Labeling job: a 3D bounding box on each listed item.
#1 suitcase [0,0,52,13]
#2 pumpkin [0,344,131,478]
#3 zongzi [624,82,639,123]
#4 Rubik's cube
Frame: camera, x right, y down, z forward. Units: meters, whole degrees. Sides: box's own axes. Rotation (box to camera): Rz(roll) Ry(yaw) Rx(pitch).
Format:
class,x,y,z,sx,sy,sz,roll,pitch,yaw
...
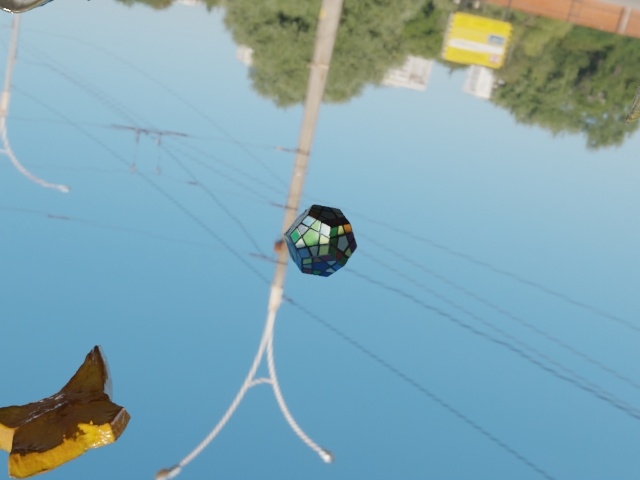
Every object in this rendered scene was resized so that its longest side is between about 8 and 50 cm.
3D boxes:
class,x,y,z,sx,sy,sz,roll,pitch,yaw
suitcase,-0.342,-0.471,0.939,0.283,0.433,0.194,-30,-160,0
pumpkin,-0.491,0.334,1.652,0.290,0.095,0.258,-26,-150,-30
zongzi,0.571,-0.264,1.157,0.138,0.299,0.286,17,-169,-42
Rubik's cube,0.000,0.000,1.548,0.133,0.133,0.111,9,-123,-11
